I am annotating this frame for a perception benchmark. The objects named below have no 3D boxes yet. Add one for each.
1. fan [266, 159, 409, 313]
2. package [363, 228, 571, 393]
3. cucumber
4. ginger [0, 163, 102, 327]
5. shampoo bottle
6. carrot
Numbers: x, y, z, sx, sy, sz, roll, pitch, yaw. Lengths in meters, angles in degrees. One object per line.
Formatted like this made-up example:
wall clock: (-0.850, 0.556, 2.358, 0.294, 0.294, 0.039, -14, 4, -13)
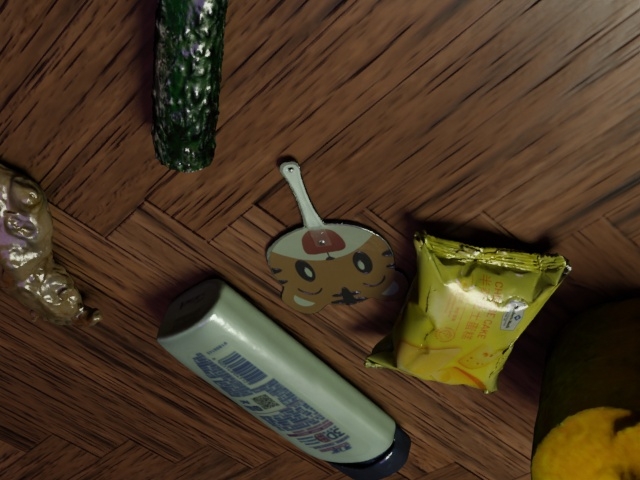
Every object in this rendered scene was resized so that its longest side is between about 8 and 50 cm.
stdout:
fan: (0.000, 0.000, 0.906, 0.152, 0.008, 0.227, -9, 133, 18)
package: (0.150, 0.085, 0.907, 0.168, 0.090, 0.226, 11, 132, -5)
cucumber: (-0.107, -0.184, 0.708, 0.067, 0.067, 0.293, 12, 134, -2)
ginger: (-0.334, -0.002, 0.922, 0.122, 0.084, 0.290, 13, 143, 28)
shampoo bottle: (-0.042, 0.187, 1.048, 0.134, 0.078, 0.359, -26, 125, 34)
carrot: (0.339, 0.213, 0.863, 0.241, 0.341, 0.241, 8, 123, 13)
